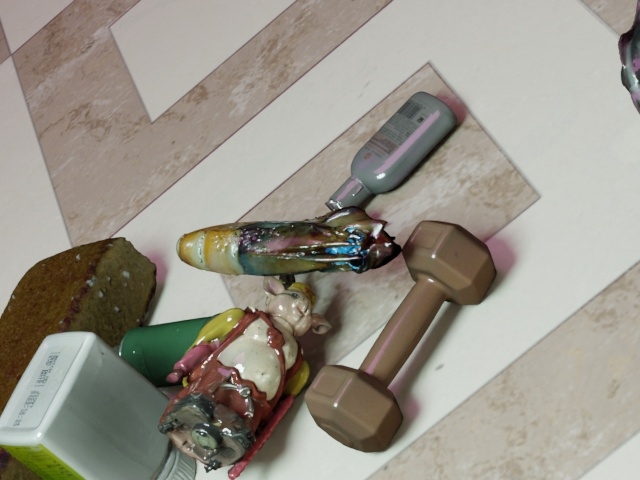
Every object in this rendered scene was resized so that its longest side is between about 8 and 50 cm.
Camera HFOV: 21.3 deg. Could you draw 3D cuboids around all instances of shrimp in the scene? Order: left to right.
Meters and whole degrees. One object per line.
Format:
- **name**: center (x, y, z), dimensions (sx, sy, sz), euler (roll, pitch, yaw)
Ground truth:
- **shrimp**: center (0.000, 0.000, 1.702), dimensions (0.290, 0.222, 0.054), euler (1, 97, 46)

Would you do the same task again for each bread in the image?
- **bread**: center (-0.318, 0.185, 1.880), dimensions (0.165, 0.113, 0.416), euler (-13, 43, 37)

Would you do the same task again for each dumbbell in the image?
- **dumbbell**: center (0.076, 0.089, 1.593), dimensions (0.092, 0.082, 0.231), euler (11, 62, 53)

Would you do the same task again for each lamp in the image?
- **lamp**: center (-0.060, 0.113, 1.684), dimensions (0.118, 0.118, 0.253), euler (-5, 36, 44)

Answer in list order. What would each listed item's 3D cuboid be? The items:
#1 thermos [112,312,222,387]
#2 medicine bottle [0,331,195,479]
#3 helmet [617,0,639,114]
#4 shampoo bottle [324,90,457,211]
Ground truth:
- **thermos**: center (-0.150, 0.115, 1.813), dimensions (0.187, 0.073, 0.083), euler (-10, 48, 41)
- **medicine bottle**: center (-0.214, 0.194, 1.687), dimensions (0.088, 0.188, 0.132), euler (-6, 48, 43)
- **helmet**: center (0.401, -0.158, 1.418), dimensions (0.271, 0.197, 0.338), euler (-15, 49, 26)
- **shampoo bottle**: center (0.072, -0.088, 1.831), dimensions (0.165, 0.040, 0.080), euler (-47, 34, -4)
